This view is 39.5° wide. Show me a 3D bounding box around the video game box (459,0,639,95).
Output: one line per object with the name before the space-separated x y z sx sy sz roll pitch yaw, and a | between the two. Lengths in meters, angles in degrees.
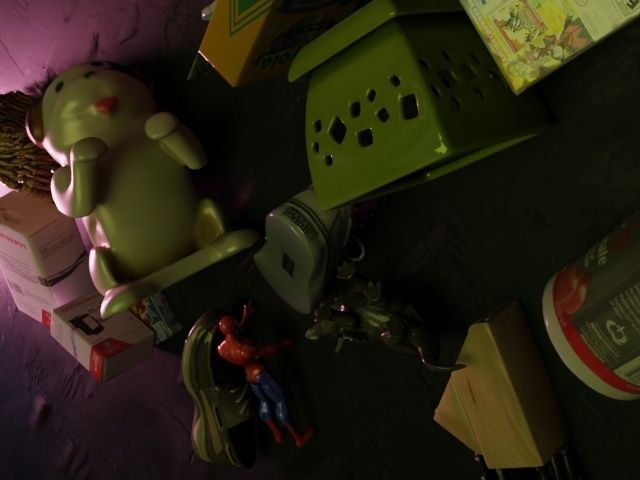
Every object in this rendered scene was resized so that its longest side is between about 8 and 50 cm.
video game box | 0.251 -0.299 1.004 0.187 0.048 0.205 -31 87 28

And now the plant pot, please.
plant pot | 0.110 -0.181 1.101 0.227 0.228 0.207 -23 85 46

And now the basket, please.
basket | -0.602 -0.151 1.775 0.299 0.213 0.223 21 122 35

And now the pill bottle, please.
pill bottle | 0.404 0.030 0.952 0.176 0.176 0.318 53 135 10

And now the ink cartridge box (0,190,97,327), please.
ink cartridge box | -0.585 0.045 1.882 0.197 0.114 0.273 21 136 35

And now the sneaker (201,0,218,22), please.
sneaker | -0.106 -0.378 1.323 0.190 0.071 0.083 -13 94 37

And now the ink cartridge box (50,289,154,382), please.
ink cartridge box | -0.439 0.187 1.791 0.175 0.127 0.072 35 131 27

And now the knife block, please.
knife block | 0.288 0.253 1.228 0.242 0.088 0.276 34 129 26

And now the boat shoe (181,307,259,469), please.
boat shoe | -0.162 0.279 1.647 0.130 0.132 0.355 18 129 25

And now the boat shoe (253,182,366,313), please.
boat shoe | -0.006 -0.007 1.354 0.136 0.156 0.367 45 162 12

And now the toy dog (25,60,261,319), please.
toy dog | -0.320 -0.116 1.530 0.408 0.284 0.395 64 173 -3

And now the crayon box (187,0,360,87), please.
crayon box | -0.032 -0.327 1.172 0.083 0.203 0.323 47 134 16

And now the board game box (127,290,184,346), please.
board game box | -0.368 0.118 1.811 0.136 0.035 0.201 -30 88 46

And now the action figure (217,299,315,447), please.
action figure | -0.086 0.217 1.571 0.091 0.139 0.280 -2 130 40

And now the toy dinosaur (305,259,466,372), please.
toy dinosaur | 0.100 0.115 1.301 0.313 0.160 0.121 9 77 39
